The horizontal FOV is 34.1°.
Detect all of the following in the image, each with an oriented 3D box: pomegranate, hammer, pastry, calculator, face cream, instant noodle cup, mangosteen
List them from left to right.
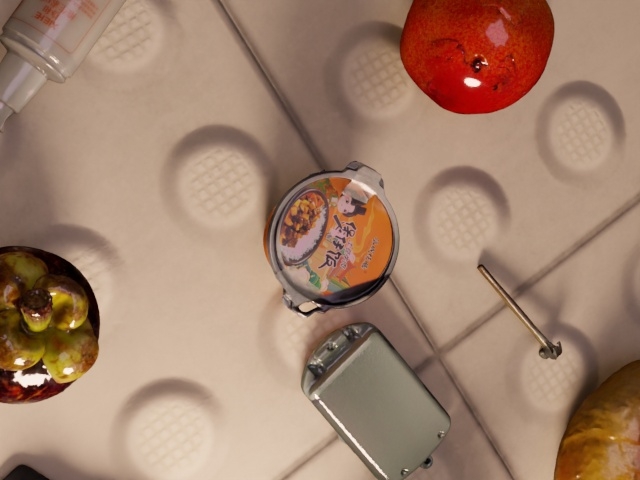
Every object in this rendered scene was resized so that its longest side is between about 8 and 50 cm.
[{"bbox_3d":[-0.345,0.096,1.205,0.192,0.217,0.192,2,84,-23],"label":"mangosteen"},{"bbox_3d":[-0.332,-0.245,1.265,0.101,0.101,0.252,36,79,-17],"label":"face cream"},{"bbox_3d":[0.000,0.000,1.376,0.177,0.125,0.208,45,77,-14],"label":"instant noodle cup"},{"bbox_3d":[0.080,0.229,1.451,0.141,0.045,0.246,-44,104,-14],"label":"calculator"},{"bbox_3d":[0.211,-0.284,1.411,0.210,0.210,0.235,15,61,-20],"label":"pomegranate"},{"bbox_3d":[0.291,0.105,1.527,0.017,0.062,0.182,-43,98,-15],"label":"hammer"},{"bbox_3d":[0.506,0.342,1.553,0.356,0.164,0.356,0,91,-14],"label":"pastry"}]

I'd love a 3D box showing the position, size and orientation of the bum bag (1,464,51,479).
[{"bbox_3d":[-0.307,0.379,1.305,0.248,0.060,0.123,28,82,-17],"label":"bum bag"}]
